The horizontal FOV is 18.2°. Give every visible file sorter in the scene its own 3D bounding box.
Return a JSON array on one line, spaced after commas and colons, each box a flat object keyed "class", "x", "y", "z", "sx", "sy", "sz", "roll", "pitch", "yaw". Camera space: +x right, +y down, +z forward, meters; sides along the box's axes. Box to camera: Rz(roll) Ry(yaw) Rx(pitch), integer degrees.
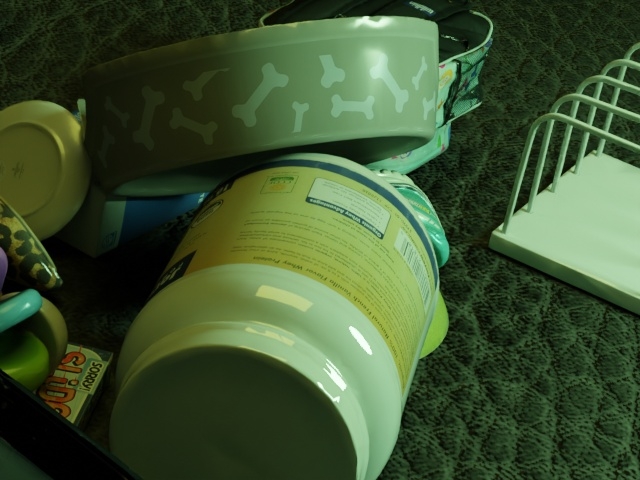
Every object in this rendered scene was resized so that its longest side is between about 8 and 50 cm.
[{"class": "file sorter", "x": 0.336, "y": -0.074, "z": 2.097, "sx": 0.192, "sy": 0.173, "sz": 0.277, "roll": 24, "pitch": 32, "yaw": 21}]

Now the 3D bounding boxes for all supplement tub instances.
[{"class": "supplement tub", "x": -0.035, "y": 0.089, "z": 1.609, "sx": 0.228, "sy": 0.228, "sz": 0.316, "roll": 15, "pitch": 29, "yaw": 5}]

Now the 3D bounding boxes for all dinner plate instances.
[{"class": "dinner plate", "x": -0.281, "y": -0.066, "z": 1.889, "sx": 0.141, "sy": 0.141, "sz": 0.017, "roll": 28, "pitch": 0, "yaw": 26}]

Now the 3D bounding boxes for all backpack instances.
[{"class": "backpack", "x": 0.043, "y": -0.177, "z": 2.142, "sx": 0.225, "sy": 0.191, "sz": 0.253, "roll": 21, "pitch": 23, "yaw": 20}]

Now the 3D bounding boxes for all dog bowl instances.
[{"class": "dog bowl", "x": -0.054, "y": -0.114, "z": 1.807, "sx": 0.348, "sy": 0.102, "sz": 0.349, "roll": -9, "pitch": -4, "yaw": -1}]

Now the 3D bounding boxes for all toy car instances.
[{"class": "toy car", "x": -0.293, "y": 0.054, "z": 1.590, "sx": 0.182, "sy": 0.136, "sz": 0.159, "roll": 25, "pitch": 31, "yaw": 23}]

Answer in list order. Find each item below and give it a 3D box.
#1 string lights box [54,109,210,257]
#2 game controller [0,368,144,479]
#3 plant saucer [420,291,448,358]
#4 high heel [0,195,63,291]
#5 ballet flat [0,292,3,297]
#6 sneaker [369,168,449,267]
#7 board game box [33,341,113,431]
[{"class": "string lights box", "x": -0.187, "y": -0.081, "z": 2.003, "sx": 0.133, "sy": 0.077, "sz": 0.259, "roll": 28, "pitch": 33, "yaw": 25}, {"class": "game controller", "x": -0.250, "y": 0.179, "z": 1.438, "sx": 0.319, "sy": 0.166, "sz": 0.067, "roll": 33, "pitch": 3, "yaw": 29}, {"class": "plant saucer", "x": 0.008, "y": 0.041, "z": 1.907, "sx": 0.241, "sy": 0.037, "sz": 0.241, "roll": 9, "pitch": 29, "yaw": -5}, {"class": "high heel", "x": -0.379, "y": 0.013, "z": 1.800, "sx": 0.261, "sy": 0.093, "sz": 0.186, "roll": 35, "pitch": 60, "yaw": 10}, {"class": "ballet flat", "x": -0.369, "y": 0.060, "z": 1.692, "sx": 0.232, "sy": 0.080, "sz": 0.073, "roll": -20, "pitch": 74, "yaw": -36}, {"class": "sneaker", "x": 0.000, "y": 0.000, "z": 1.841, "sx": 0.275, "sy": 0.107, "sz": 0.110, "roll": -10, "pitch": 50, "yaw": -31}, {"class": "board game box", "x": -0.261, "y": 0.140, "z": 1.630, "sx": 0.136, "sy": 0.035, "sz": 0.201, "roll": 14, "pitch": 29, "yaw": 3}]
